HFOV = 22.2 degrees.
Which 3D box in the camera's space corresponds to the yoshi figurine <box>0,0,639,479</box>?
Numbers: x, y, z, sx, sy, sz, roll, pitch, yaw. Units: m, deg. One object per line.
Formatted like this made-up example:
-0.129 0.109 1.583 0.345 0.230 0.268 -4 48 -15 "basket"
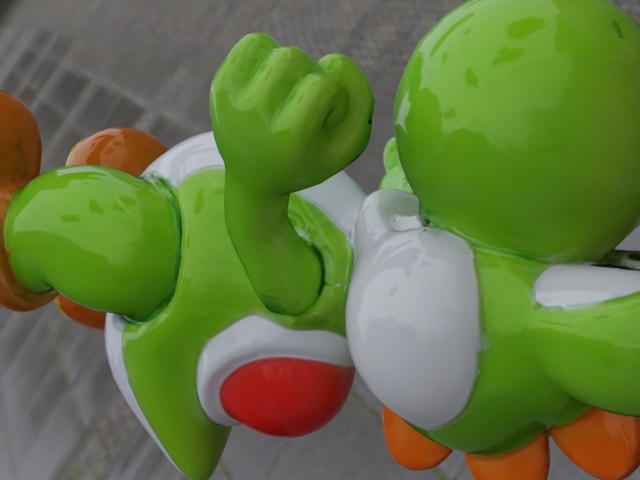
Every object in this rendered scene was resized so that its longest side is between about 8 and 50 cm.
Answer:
0.008 -0.026 0.684 0.362 0.203 0.203 7 46 34 "yoshi figurine"
